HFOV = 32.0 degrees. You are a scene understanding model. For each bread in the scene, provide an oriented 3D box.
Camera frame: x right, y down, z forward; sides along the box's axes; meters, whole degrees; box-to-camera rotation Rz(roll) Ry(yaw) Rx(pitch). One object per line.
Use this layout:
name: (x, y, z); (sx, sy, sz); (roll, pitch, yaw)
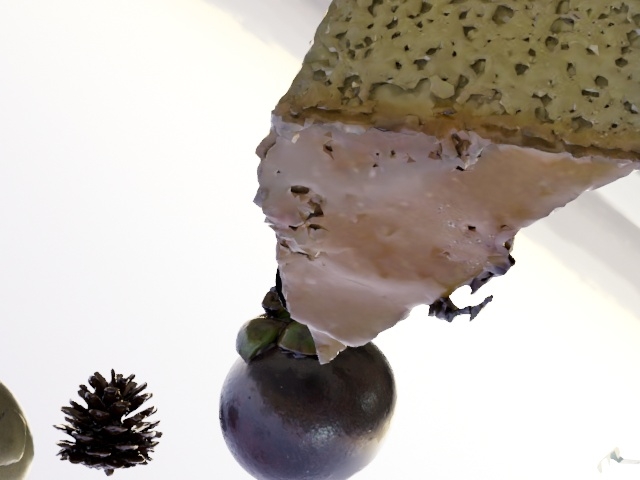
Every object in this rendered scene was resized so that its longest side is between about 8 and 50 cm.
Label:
bread: (0.114, -0.053, 0.811); (0.279, 0.248, 0.315); (4, 146, 19)

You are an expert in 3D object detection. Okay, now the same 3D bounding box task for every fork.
fork: (0.395, 0.288, 1.470); (0.021, 0.039, 0.235); (53, -167, 23)

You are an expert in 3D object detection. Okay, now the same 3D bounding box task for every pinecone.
pinecone: (-0.380, 0.328, 2.019); (0.208, 0.207, 0.208); (37, -173, -6)

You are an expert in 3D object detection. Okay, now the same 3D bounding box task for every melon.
melon: (-0.621, 0.338, 1.849); (0.330, 0.268, 0.268); (35, -174, 13)

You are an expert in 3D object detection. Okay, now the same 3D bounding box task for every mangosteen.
mangosteen: (-0.030, 0.242, 1.758); (0.300, 0.300, 0.300); (37, -173, -6)

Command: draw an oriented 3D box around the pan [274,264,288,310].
pan: (0.003, 0.000, 1.455); (0.040, 0.212, 0.115); (9, -160, -40)
